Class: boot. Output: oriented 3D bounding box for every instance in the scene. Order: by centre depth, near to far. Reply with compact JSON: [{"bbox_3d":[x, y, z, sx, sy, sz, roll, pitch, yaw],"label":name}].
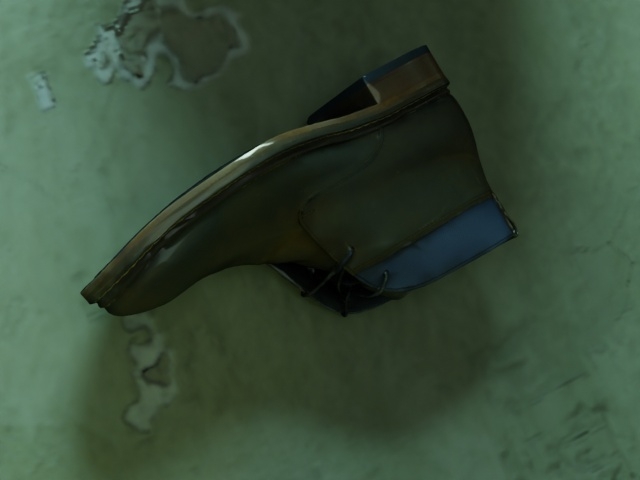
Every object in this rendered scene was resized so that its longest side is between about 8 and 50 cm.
[{"bbox_3d":[0.000,0.000,0.748,0.219,0.082,0.106,-34,92,-28],"label":"boot"}]
